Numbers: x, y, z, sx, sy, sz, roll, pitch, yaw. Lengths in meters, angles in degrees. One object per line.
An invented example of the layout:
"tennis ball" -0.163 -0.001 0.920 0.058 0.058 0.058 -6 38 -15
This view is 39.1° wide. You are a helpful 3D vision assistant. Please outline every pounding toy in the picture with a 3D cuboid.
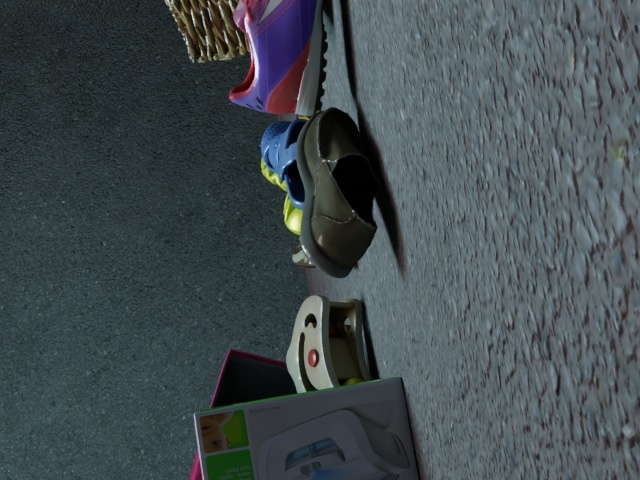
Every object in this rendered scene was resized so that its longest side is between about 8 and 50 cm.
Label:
"pounding toy" 0.046 0.180 1.455 0.154 0.155 0.269 -63 35 32

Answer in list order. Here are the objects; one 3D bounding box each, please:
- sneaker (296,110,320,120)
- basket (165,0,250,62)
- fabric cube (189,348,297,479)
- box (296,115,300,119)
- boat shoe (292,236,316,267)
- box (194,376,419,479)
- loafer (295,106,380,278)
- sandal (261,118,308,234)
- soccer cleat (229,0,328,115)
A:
"sneaker" -0.046 -0.264 1.614 0.185 0.084 0.069 87 173 -59
"basket" -0.106 -0.433 1.246 0.223 0.213 0.299 -64 -40 -50
"fabric cube" -0.076 0.378 1.494 0.254 0.259 0.258 -80 5 -65
"box" -0.036 -0.274 1.895 0.162 0.029 0.116 86 174 -46
"boat shoe" 0.008 0.001 1.541 0.257 0.095 0.095 175 100 -81
"box" -0.011 0.307 1.138 0.127 0.262 0.231 102 159 -80
"loafer" 0.032 -0.069 1.029 0.094 0.087 0.251 30 -142 -31
"sandal" -0.025 -0.135 1.444 0.317 0.126 0.138 -121 24 -58
"soccer cleat" -0.047 -0.302 1.062 0.108 0.116 0.318 -100 13 -63
